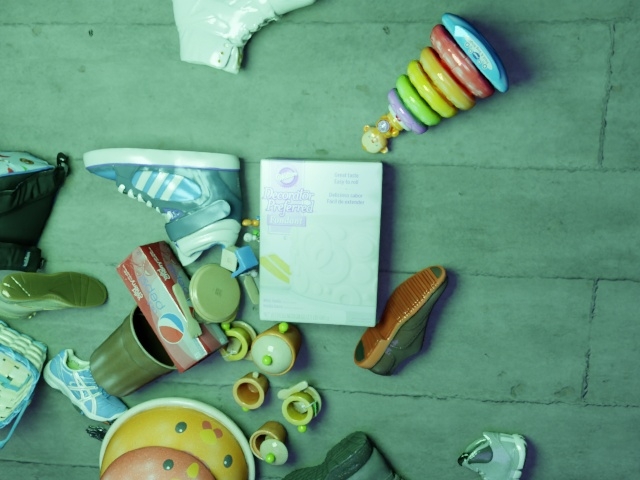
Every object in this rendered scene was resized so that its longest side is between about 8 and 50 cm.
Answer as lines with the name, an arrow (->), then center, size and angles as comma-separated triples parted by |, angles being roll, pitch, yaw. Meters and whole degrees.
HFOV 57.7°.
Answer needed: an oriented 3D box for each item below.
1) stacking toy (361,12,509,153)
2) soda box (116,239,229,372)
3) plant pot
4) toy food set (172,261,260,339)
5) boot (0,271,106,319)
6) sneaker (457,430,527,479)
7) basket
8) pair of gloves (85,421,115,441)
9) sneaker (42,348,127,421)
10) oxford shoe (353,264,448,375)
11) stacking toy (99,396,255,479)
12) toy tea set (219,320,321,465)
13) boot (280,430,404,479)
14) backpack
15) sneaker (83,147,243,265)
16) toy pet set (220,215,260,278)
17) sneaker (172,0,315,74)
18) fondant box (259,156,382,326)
stacking toy -> 0.190, -0.269, 1.098 | 0.302, 0.165, 0.175 | -38, 96, 26
soda box -> -0.308, 0.133, 1.206 | 0.092, 0.083, 0.263 | -37, 83, 25
plant pot -> -0.390, 0.240, 1.236 | 0.165, 0.167, 0.167 | -37, 95, 18
toy food set -> -0.219, 0.113, 1.198 | 0.039, 0.192, 0.132 | -17, 96, 45
boot -> -0.595, 0.125, 1.262 | 0.165, 0.213, 0.077 | -27, 63, 44
sneaker -> 0.357, 0.517, 1.256 | 0.132, 0.086, 0.228 | 11, 92, 8
basket -> -0.714, 0.292, 1.198 | 0.255, 0.289, 0.201 | 34, 98, -11
pair of gloves -> -0.506, 0.432, 1.354 | 0.074, 0.010, 0.083 | 20, 105, 0
sneaker -> -0.521, 0.327, 1.300 | 0.211, 0.080, 0.081 | 36, 105, -3
oxford shoe -> 0.184, 0.168, 1.206 | 0.098, 0.097, 0.271 | 31, 107, -21
stacking toy -> -0.325, 0.561, 1.115 | 0.351, 0.480, 0.350 | 0, 105, 1
toy tea set -> -0.112, 0.324, 1.224 | 0.200, 0.124, 0.335 | -14, 99, 19
boot -> 0.038, 0.598, 1.284 | 0.338, 0.118, 0.222 | -36, 101, 15
backpack -> -0.669, -0.065, 1.147 | 0.213, 0.263, 0.276 | 21, 103, 2
sneaker -> -0.318, -0.064, 1.179 | 0.323, 0.130, 0.236 | 2, 97, 0
toy pet set -> -0.141, 0.025, 1.174 | 0.065, 0.114, 0.122 | 20, 111, 26
sneaker -> -0.140, -0.407, 1.116 | 0.293, 0.108, 0.169 | 0, 103, 16
fondant box -> 0.000, 0.000, 1.179 | 0.239, 0.096, 0.330 | 2, 100, 6
